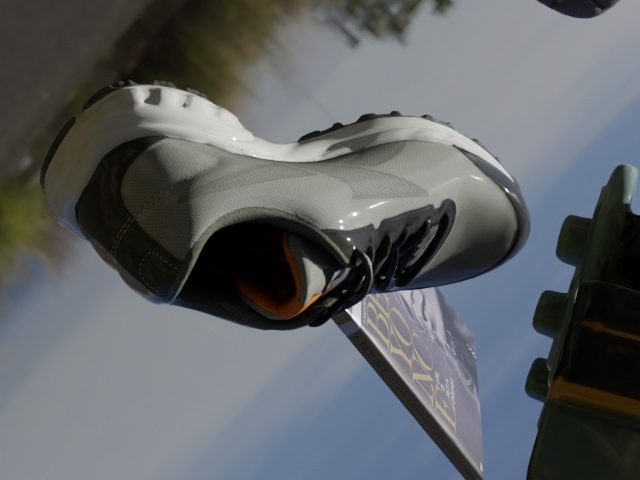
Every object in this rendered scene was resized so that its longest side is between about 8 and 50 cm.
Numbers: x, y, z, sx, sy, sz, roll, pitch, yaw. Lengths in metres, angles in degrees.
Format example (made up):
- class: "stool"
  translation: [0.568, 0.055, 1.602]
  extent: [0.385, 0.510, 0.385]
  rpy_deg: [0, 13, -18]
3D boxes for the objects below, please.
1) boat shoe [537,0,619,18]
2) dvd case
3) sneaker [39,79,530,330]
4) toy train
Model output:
- class: "boat shoe"
  translation: [0.102, -0.285, 1.275]
  extent: [0.123, 0.324, 0.116]
  rpy_deg: [-37, -156, 5]
- class: "dvd case"
  translation: [0.069, 0.066, 1.531]
  extent: [0.018, 0.221, 0.164]
  rpy_deg: [-24, -142, 21]
- class: "sneaker"
  translation: [0.000, 0.000, 0.928]
  extent: [0.271, 0.108, 0.100]
  rpy_deg: [3, 129, -41]
- class: "toy train"
  translation: [0.153, 0.101, 0.912]
  extent: [0.334, 0.142, 0.190]
  rpy_deg: [87, 22, -65]
